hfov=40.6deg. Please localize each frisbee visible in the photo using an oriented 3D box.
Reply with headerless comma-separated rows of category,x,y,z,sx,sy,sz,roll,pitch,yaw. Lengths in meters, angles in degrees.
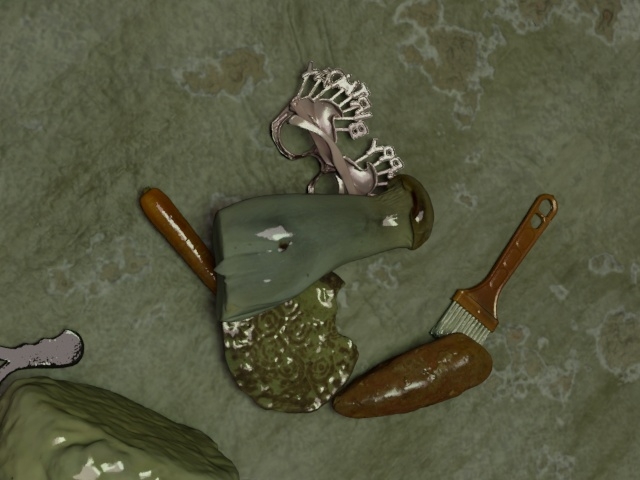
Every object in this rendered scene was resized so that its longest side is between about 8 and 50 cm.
frisbee,-0.447,0.178,1.162,0.211,0.012,0.188,25,81,-14

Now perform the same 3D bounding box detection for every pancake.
pancake,-0.042,0.138,1.259,0.211,0.029,0.235,-6,93,-25

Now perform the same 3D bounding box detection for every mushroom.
mushroom,0.000,0.000,1.212,0.328,0.122,0.159,-13,118,-15

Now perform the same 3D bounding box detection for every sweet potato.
sweet potato,0.135,0.211,1.299,0.251,0.097,0.097,-18,92,-10

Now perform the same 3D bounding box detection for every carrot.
carrot,-0.174,0.024,1.238,0.043,0.043,0.248,-41,100,-15

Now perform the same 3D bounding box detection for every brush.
brush,0.292,0.048,1.389,0.090,0.017,0.314,40,76,-14

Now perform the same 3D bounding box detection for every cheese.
cheese,-0.252,0.278,1.085,0.318,0.326,0.115,24,85,24

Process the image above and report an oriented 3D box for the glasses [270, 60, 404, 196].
glasses,0.034,-0.145,1.281,0.162,0.095,0.255,-32,100,-15
